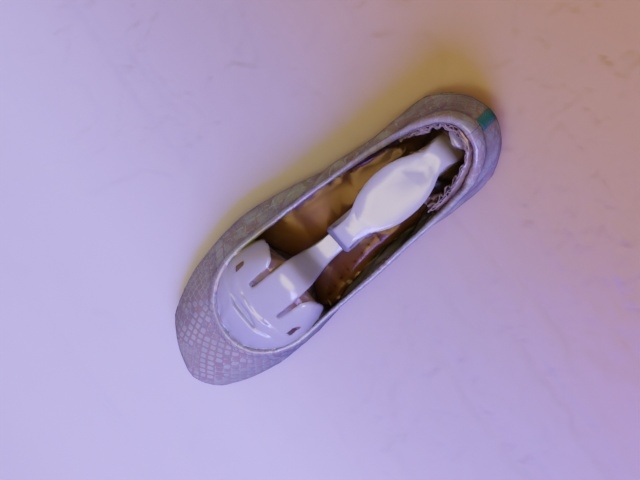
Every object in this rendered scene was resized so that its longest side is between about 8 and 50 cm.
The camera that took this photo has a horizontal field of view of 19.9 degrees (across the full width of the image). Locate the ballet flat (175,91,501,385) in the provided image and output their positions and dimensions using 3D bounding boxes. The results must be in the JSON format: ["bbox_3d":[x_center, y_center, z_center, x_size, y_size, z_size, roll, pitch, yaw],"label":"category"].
[{"bbox_3d":[0.000,0.000,0.721,0.168,0.052,0.057,-42,92,14],"label":"ballet flat"}]
